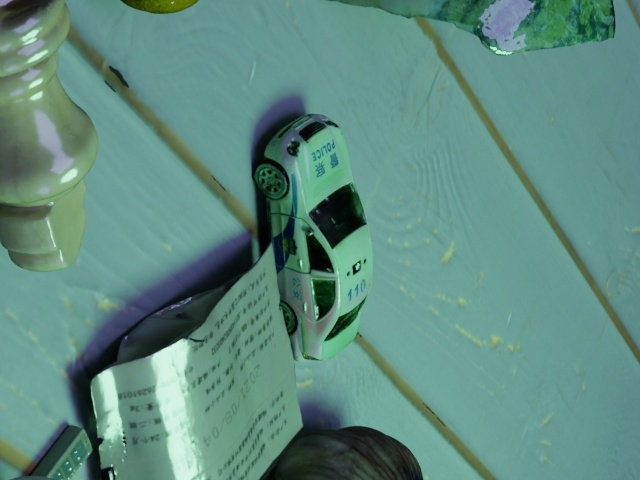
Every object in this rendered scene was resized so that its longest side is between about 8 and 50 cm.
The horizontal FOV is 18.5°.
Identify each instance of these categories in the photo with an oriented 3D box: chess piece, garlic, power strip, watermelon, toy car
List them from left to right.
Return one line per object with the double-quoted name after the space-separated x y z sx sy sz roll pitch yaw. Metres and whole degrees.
-0.212 -0.143 1.280 0.117 0.117 0.397 -47 141 -39 "chess piece"
-0.206 0.180 1.523 0.083 0.017 0.027 -55 142 -34 "power strip"
0.000 0.000 1.729 0.090 0.076 0.224 -36 132 -45 "toy car"
0.033 0.289 1.827 0.245 0.160 0.245 8 90 -67 "garlic"
0.134 -0.255 1.774 0.176 0.256 0.260 -39 174 28 "watermelon"

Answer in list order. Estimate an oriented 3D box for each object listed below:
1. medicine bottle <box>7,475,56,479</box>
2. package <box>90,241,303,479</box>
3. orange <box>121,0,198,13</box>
-0.195 0.296 1.515 0.095 0.095 0.260 -51 141 -35 "medicine bottle"
-0.091 0.143 1.645 0.251 0.062 0.204 -36 131 -43 "package"
-0.115 -0.210 1.440 0.095 0.085 0.085 -48 140 -44 "orange"
